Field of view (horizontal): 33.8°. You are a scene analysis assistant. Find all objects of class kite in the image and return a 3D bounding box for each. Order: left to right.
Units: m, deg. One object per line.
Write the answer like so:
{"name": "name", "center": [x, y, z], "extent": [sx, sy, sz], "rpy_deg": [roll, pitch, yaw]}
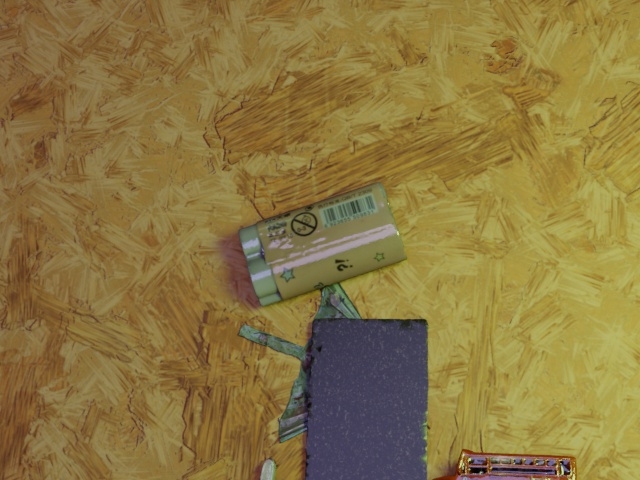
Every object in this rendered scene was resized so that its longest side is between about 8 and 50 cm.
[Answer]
{"name": "kite", "center": [-0.011, 0.218, 1.951], "extent": [0.314, 0.011, 0.335], "rpy_deg": [14, 71, 16]}

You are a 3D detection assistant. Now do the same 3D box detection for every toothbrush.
{"name": "toothbrush", "center": [-0.111, 0.535, 1.836], "extent": [0.025, 0.029, 0.307], "rpy_deg": [4, 71, 16]}

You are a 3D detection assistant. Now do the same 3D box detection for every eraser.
{"name": "eraser", "center": [0.000, 0.000, 1.999], "extent": [0.290, 0.087, 0.171], "rpy_deg": [-18, 62, 2]}

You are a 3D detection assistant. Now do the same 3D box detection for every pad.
{"name": "pad", "center": [0.085, 0.299, 1.897], "extent": [0.219, 0.004, 0.330], "rpy_deg": [0, 69, 8]}

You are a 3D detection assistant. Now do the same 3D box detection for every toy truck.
{"name": "toy truck", "center": [0.302, 0.412, 1.763], "extent": [0.252, 0.107, 0.114], "rpy_deg": [1, 68, 9]}
